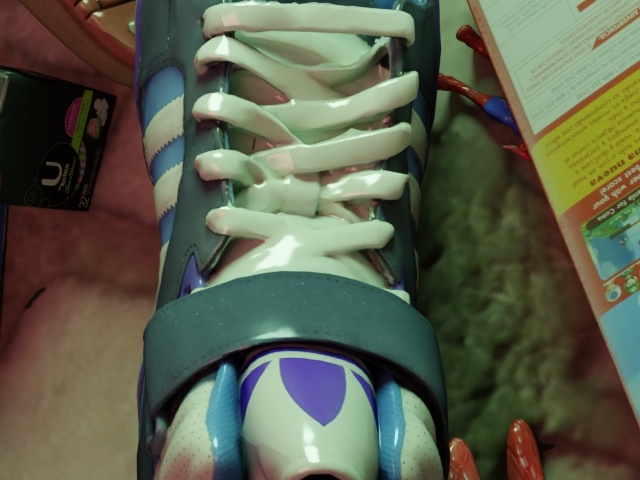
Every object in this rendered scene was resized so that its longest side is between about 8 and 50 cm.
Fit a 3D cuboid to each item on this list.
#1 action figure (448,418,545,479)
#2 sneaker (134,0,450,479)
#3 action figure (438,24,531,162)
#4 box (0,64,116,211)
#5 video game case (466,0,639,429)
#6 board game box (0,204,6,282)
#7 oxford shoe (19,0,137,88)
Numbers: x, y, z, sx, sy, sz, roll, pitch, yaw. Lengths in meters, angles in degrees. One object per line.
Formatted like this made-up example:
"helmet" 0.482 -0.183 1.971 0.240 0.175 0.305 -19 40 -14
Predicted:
"action figure" 0.185 0.062 0.644 0.280 0.091 0.139 3 96 31
"sneaker" -0.001 0.000 0.659 0.236 0.130 0.322 -124 40 -69
"action figure" 0.097 -0.048 0.740 0.115 0.030 0.038 34 100 25
"box" -0.148 -0.050 0.850 0.052 0.083 0.062 18 96 30
"video game case" 0.165 -0.066 0.635 0.204 0.025 0.285 -36 46 23
"board game box" -0.332 0.082 0.955 0.347 0.078 0.233 3 89 31
"oxford shoe" -0.161 -0.190 0.869 0.348 0.123 0.130 54 139 20
